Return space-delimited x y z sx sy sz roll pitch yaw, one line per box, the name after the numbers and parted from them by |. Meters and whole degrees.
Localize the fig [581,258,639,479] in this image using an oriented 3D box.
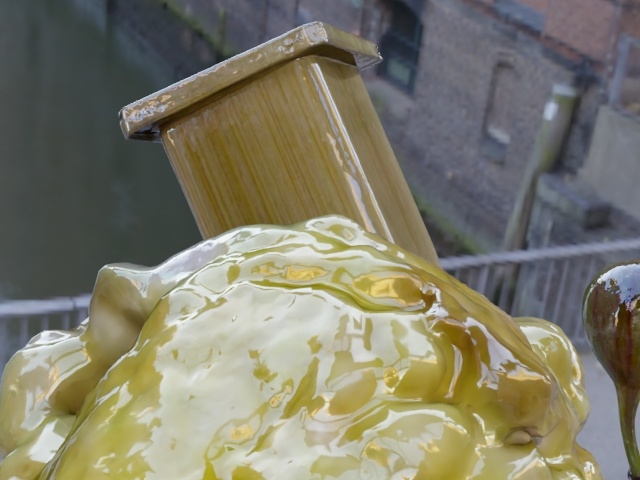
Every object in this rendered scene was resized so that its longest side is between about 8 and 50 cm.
0.328 0.136 1.289 0.124 0.236 0.124 7 0 0 | fig

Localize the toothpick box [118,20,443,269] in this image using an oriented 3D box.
0.000 0.000 1.024 0.190 0.308 0.187 -24 -4 16 | toothpick box

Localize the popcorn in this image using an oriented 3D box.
-0.013 0.172 0.675 0.344 0.354 0.390 -7 35 8 | popcorn
